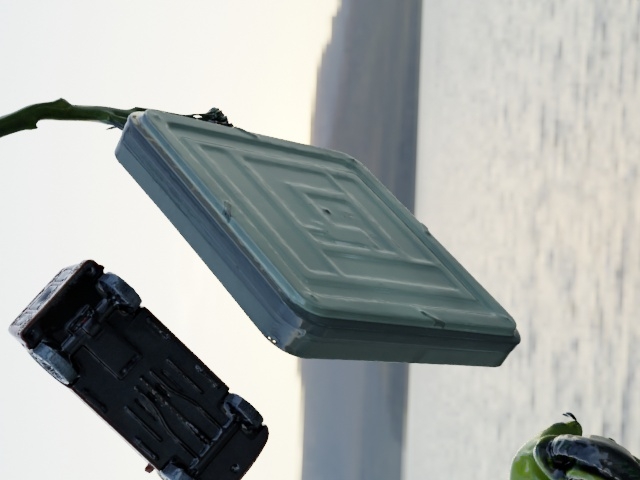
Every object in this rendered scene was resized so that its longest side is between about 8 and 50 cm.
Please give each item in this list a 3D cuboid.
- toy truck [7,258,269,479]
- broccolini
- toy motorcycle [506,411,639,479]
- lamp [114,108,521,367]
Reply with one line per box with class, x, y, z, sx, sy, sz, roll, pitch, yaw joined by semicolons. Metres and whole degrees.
toy truck;-0.171;0.136;1.411;0.107;0.252;0.114;-49;18;-18
broccolini;-0.196;-0.080;1.427;0.123;0.272;0.062;62;142;42
toy motorcycle;0.298;0.272;1.394;0.142;0.342;0.206;-58;25;-11
lamp;0.000;0.000;1.172;0.269;0.266;0.047;48;115;37
